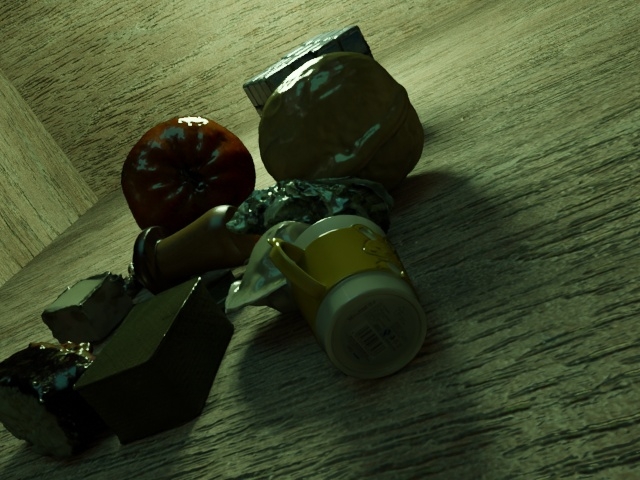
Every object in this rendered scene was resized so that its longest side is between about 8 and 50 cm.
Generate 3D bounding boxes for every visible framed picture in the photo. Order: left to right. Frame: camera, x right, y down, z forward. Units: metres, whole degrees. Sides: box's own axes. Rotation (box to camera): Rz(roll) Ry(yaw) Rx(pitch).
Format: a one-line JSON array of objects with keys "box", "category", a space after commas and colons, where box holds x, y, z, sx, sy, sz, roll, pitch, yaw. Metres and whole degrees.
[{"box": [-0.317, 0.172, 1.351, 0.289, 0.020, 0.211, -35, 17, -8], "category": "framed picture"}]

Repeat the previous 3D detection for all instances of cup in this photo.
[{"box": [0.030, 0.072, 0.863, 0.185, 0.241, 0.226, -58, 24, 15], "category": "cup"}]

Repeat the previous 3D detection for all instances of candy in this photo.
[{"box": [-0.634, 0.187, 1.598, 0.195, 0.137, 0.185, -15, 27, 32], "category": "candy"}]

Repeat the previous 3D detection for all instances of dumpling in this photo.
[{"box": [-0.062, 0.073, 1.091, 0.292, 0.163, 0.205, -25, 41, 37], "category": "dumpling"}]

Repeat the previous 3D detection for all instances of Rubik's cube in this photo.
[{"box": [-0.002, -0.449, 1.872, 0.337, 0.345, 0.343, -34, 20, -10], "category": "Rubik's cube"}]

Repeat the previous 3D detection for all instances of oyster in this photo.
[{"box": [-0.023, -0.047, 1.190, 0.350, 0.162, 0.158, -2, 5, 14], "category": "oyster"}]

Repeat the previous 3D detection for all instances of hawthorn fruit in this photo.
[{"box": [-0.388, -0.172, 1.767, 0.402, 0.403, 0.403, -26, 22, 11], "category": "hawthorn fruit"}]

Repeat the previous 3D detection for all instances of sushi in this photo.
[{"box": [-0.533, 0.311, 1.164, 0.343, 0.197, 0.181, -3, 16, 42], "category": "sushi"}]

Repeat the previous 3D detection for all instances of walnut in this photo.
[{"box": [0.044, -0.239, 1.340, 0.381, 0.381, 0.381, -26, 22, 11], "category": "walnut"}]

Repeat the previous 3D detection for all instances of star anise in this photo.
[{"box": [-0.550, 0.104, 1.768, 0.171, 0.063, 0.208, -20, 24, 23], "category": "star anise"}]

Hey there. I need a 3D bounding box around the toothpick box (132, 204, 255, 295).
[{"box": [-0.320, 0.027, 1.431, 0.294, 0.192, 0.192, -21, 23, 19], "category": "toothpick box"}]

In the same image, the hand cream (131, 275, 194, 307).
[{"box": [-0.376, 0.088, 1.593, 0.336, 0.076, 0.121, -43, 25, -13], "category": "hand cream"}]

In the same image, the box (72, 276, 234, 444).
[{"box": [-0.295, 0.214, 1.087, 0.184, 0.143, 0.273, -24, 22, 19], "category": "box"}]

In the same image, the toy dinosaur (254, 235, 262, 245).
[{"box": [-0.136, -0.031, 1.517, 0.288, 0.070, 0.117, -40, 33, -11], "category": "toy dinosaur"}]
